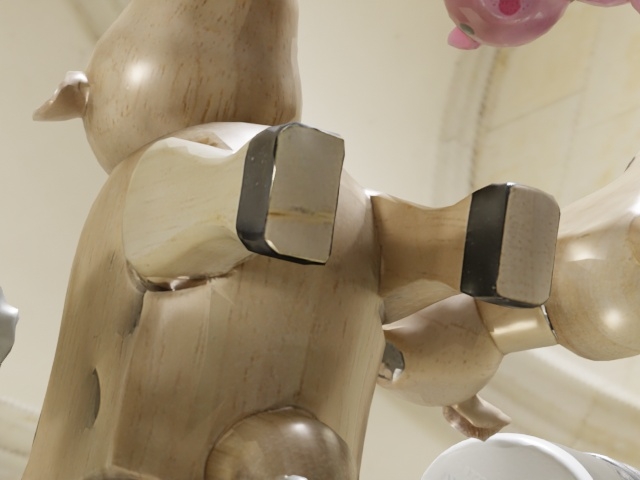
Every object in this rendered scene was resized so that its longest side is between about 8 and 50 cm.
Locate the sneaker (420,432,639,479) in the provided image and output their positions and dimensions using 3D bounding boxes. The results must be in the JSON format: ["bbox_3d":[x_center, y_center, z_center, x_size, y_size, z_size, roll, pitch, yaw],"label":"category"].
[{"bbox_3d":[0.097,0.213,0.624,0.147,0.105,0.295,0,-90,-62],"label":"sneaker"}]

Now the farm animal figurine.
[{"bbox_3d":[0.000,0.000,0.475,0.330,0.172,0.326,34,-111,-27],"label":"farm animal figurine"}]
